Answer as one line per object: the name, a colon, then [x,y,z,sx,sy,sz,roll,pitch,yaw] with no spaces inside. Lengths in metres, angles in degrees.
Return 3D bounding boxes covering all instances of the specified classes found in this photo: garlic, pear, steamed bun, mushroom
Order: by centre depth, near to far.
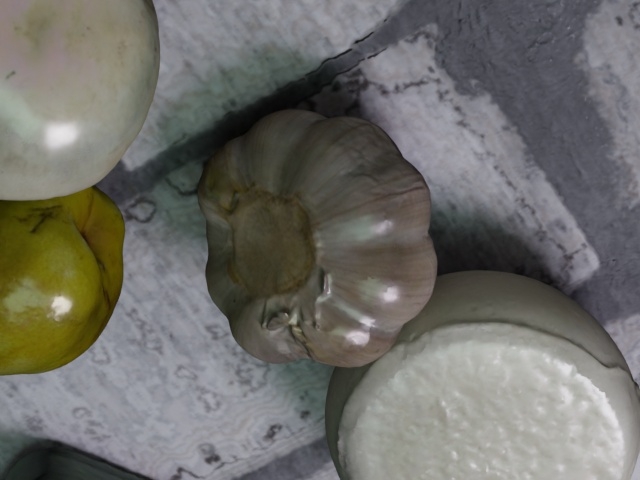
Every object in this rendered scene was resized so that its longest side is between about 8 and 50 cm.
mushroom: [-0.259,-0.148,1.538,0.254,0.234,0.260,-18,85,-25]
garlic: [0.003,-0.003,1.641,0.227,0.152,0.228,1,91,27]
pear: [-0.262,0.023,1.642,0.200,0.200,0.200,-1,123,-2]
steamed bun: [0.145,0.151,1.745,0.283,0.177,0.283,1,115,2]

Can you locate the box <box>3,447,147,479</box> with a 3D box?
box: [-0.205,0.430,1.923,0.396,0.111,0.396,25,108,-19]
